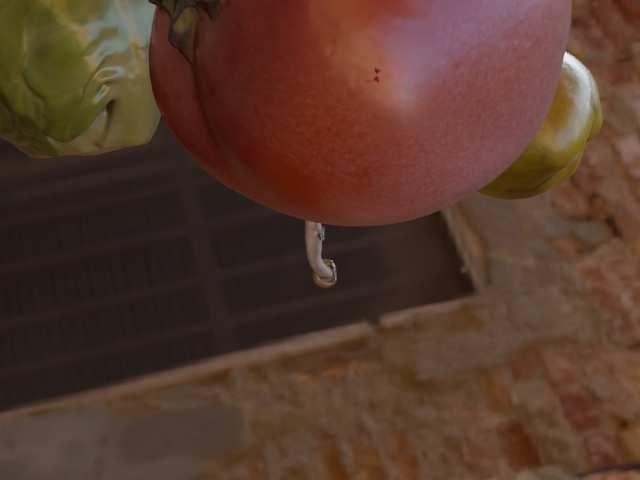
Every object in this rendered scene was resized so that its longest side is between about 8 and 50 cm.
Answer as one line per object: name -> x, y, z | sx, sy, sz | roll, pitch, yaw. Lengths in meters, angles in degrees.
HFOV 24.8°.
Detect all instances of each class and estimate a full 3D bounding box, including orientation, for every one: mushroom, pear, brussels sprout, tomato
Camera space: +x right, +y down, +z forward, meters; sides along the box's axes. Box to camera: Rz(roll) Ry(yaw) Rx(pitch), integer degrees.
mushroom -> -0.003, 0.001, 2.071 | 0.306, 0.043, 0.068 | 82, -5, -64
pear -> 0.216, -0.141, 1.651 | 0.200, 0.200, 0.200 | 169, -90, -81
brussels sprout -> -0.271, -0.251, 1.592 | 0.328, 0.247, 0.328 | 175, -90, -77
tomato -> 0.035, -0.162, 1.063 | 0.321, 0.322, 0.321 | 169, -90, -81
